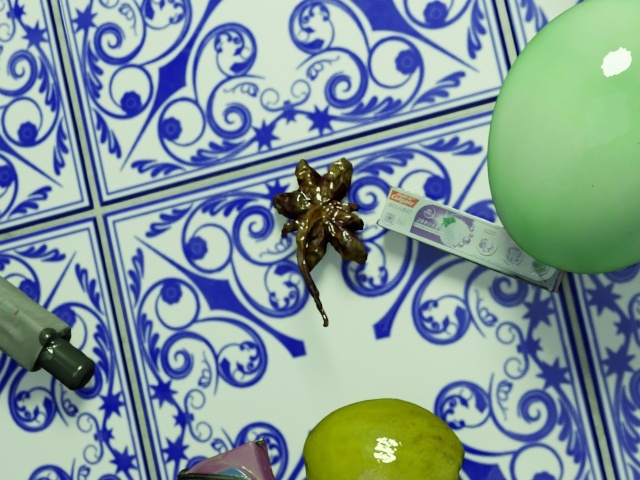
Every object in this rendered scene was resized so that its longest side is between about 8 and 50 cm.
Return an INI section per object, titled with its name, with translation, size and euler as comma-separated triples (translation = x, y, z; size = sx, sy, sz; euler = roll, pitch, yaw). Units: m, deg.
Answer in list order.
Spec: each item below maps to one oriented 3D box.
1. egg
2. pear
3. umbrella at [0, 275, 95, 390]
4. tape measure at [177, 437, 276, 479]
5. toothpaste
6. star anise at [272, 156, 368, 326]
[egg]
translation = 0.268, -0.098, 1.274
size = 0.220, 0.220, 0.270
euler = 32, 112, 16
[pear]
translation = 0.065, 0.233, 1.385
size = 0.162, 0.149, 0.149
euler = 0, 90, 15
[umbrella]
translation = -0.396, 0.064, 1.581
size = 0.337, 0.067, 0.073
euler = 33, 121, 16
[tape measure]
translation = -0.092, 0.284, 1.476
size = 0.125, 0.074, 0.118
euler = -20, 78, 13
[toothpaste]
translation = 0.156, -0.002, 1.408
size = 0.196, 0.040, 0.047
euler = 21, 93, 17
[star anise]
translation = 0.000, 0.000, 1.440
size = 0.097, 0.070, 0.191
euler = -14, 73, 8
